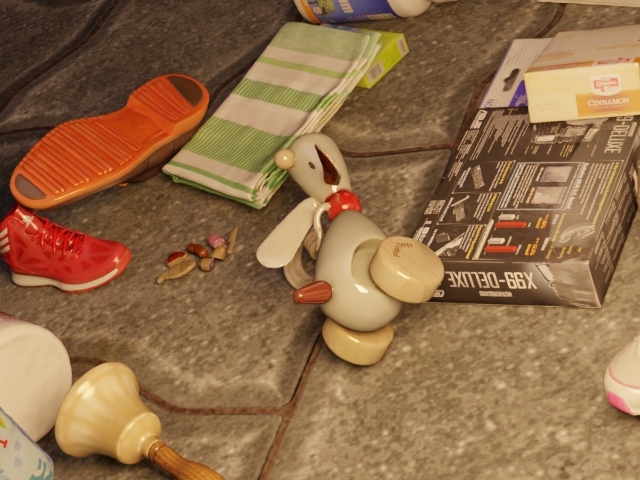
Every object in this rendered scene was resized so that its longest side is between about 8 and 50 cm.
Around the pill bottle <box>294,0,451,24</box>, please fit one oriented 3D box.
[{"bbox_3d":[0.099,-0.440,2.136,0.272,0.152,0.152,0,42,32],"label":"pill bottle"}]

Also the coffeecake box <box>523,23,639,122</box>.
[{"bbox_3d":[0.352,-0.215,1.645,0.142,0.068,0.185,-2,23,26],"label":"coffeecake box"}]

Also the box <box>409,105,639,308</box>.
[{"bbox_3d":[0.263,-0.051,1.601,0.242,0.076,0.307,0,42,31],"label":"box"}]

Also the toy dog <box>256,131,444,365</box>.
[{"bbox_3d":[0.000,0.000,1.543,0.161,0.220,0.334,7,19,-33],"label":"toy dog"}]

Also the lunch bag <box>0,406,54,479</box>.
[{"bbox_3d":[-0.405,0.270,1.467,0.090,0.219,0.176,-13,35,28],"label":"lunch bag"}]

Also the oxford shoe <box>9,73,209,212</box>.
[{"bbox_3d":[-0.311,-0.118,1.956,0.130,0.133,0.364,41,51,21],"label":"oxford shoe"}]

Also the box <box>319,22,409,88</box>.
[{"bbox_3d":[0.040,-0.298,2.083,0.178,0.042,0.109,16,51,43],"label":"box"}]

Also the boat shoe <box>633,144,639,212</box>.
[{"bbox_3d":[0.429,-0.101,1.554,0.095,0.112,0.335,-17,26,42],"label":"boat shoe"}]

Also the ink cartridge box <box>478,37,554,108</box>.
[{"bbox_3d":[0.338,-0.213,1.791,0.208,0.045,0.206,2,43,30],"label":"ink cartridge box"}]

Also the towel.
[{"bbox_3d":[-0.073,-0.198,1.938,0.248,0.038,0.325,18,66,48],"label":"towel"}]

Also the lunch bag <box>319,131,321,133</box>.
[{"bbox_3d":[-0.049,-0.172,1.967,0.083,0.053,0.071,-20,36,-10],"label":"lunch bag"}]

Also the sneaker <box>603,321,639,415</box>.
[{"bbox_3d":[0.380,0.076,1.335,0.252,0.111,0.103,-40,38,-20],"label":"sneaker"}]

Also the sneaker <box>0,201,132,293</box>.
[{"bbox_3d":[-0.388,0.004,1.877,0.221,0.128,0.087,-6,40,27],"label":"sneaker"}]

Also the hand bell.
[{"bbox_3d":[-0.179,0.246,1.486,0.242,0.126,0.126,26,58,34],"label":"hand bell"}]

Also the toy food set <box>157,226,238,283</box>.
[{"bbox_3d":[-0.168,0.022,1.819,0.122,0.019,0.078,-19,34,22],"label":"toy food set"}]

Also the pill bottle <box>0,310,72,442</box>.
[{"bbox_3d":[-0.477,0.159,1.695,0.301,0.169,0.169,13,50,41],"label":"pill bottle"}]

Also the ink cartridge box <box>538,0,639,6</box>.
[{"bbox_3d":[0.393,-0.514,1.921,0.226,0.306,0.131,15,51,42],"label":"ink cartridge box"}]
